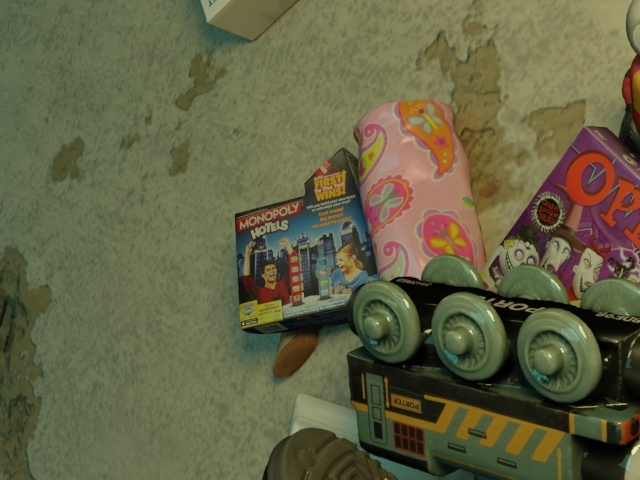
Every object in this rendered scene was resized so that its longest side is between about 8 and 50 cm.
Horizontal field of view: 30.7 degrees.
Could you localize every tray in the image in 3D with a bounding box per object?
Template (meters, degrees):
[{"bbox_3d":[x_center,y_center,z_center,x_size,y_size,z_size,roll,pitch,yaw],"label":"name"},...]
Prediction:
[{"bbox_3d":[0.047,0.266,1.286,0.270,0.030,0.145,10,86,43],"label":"tray"}]

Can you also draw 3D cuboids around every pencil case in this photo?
[{"bbox_3d":[0.112,-0.007,1.232,0.124,0.124,0.284,-26,64,36],"label":"pencil case"}]

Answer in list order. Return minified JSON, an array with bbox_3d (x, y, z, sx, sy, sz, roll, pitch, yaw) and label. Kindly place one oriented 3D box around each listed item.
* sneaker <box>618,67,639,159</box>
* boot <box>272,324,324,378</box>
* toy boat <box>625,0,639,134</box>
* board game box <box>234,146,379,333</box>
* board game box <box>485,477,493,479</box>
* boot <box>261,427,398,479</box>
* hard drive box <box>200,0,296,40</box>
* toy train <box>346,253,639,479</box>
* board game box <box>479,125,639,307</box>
[{"bbox_3d":[0.375,-0.060,1.017,0.276,0.097,0.135,27,108,38],"label":"sneaker"},{"bbox_3d":[-0.035,0.095,1.398,0.118,0.042,0.087,-53,44,19],"label":"boot"},{"bbox_3d":[0.386,-0.184,0.913,0.318,0.148,0.267,-22,52,-6],"label":"toy boat"},{"bbox_3d":[0.000,0.000,1.344,0.194,0.060,0.194,-13,65,22],"label":"board game box"},{"bbox_3d":[0.209,0.168,1.159,0.168,0.033,0.133,-39,59,37],"label":"board game box"},{"bbox_3d":[-0.055,0.417,1.162,0.445,0.146,0.367,-35,100,33],"label":"boot"},{"bbox_3d":[-0.089,-0.413,1.528,0.181,0.089,0.232,-38,58,31],"label":"hard drive box"},{"bbox_3d":[0.159,0.124,1.016,0.334,0.142,0.190,8,110,43],"label":"toy train"},{"bbox_3d":[0.291,0.088,0.998,0.347,0.056,0.208,51,120,32],"label":"board game box"}]
